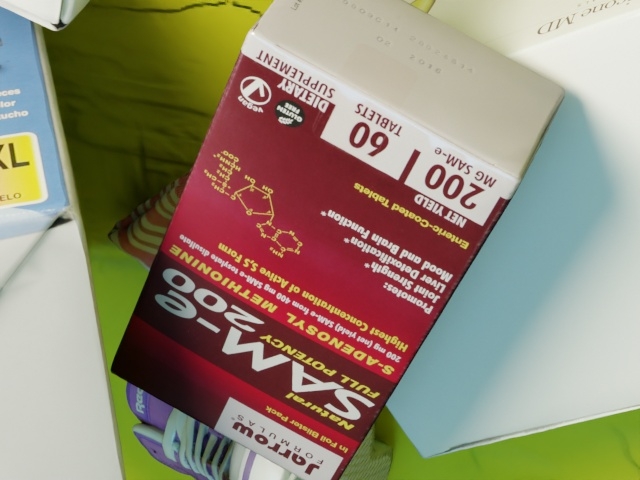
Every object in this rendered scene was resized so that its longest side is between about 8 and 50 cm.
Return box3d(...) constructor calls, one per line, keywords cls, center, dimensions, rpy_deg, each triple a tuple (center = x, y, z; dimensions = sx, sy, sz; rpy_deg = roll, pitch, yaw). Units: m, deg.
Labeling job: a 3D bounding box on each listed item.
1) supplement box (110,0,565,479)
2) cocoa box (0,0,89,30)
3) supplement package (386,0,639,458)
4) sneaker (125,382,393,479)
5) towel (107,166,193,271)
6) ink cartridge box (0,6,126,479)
box3d(cls="supplement box", center=(0.000, 0.000, 0.876), dimensions=(0.130, 0.073, 0.239), rpy_deg=(29, 136, 3))
box3d(cls="cocoa box", center=(-0.195, -0.297, 0.819), dimensions=(0.347, 0.228, 0.231), rpy_deg=(24, 133, 6))
box3d(cls="supplement package", center=(0.126, -0.034, 0.939), dimensions=(0.262, 0.145, 0.204), rpy_deg=(-18, 117, 35))
box3d(cls="sneaker", center=(-0.054, 0.117, 1.102), dimensions=(0.161, 0.102, 0.282), rpy_deg=(27, 170, 10))
box3d(cls="towel", center=(-0.042, 0.023, 1.100), dimensions=(0.144, 0.029, 0.197), rpy_deg=(43, 154, -10))
box3d(cls="ink cartridge box", center=(-0.199, -0.006, 1.010), dimensions=(0.151, 0.395, 0.270), rpy_deg=(-9, 127, -6))
